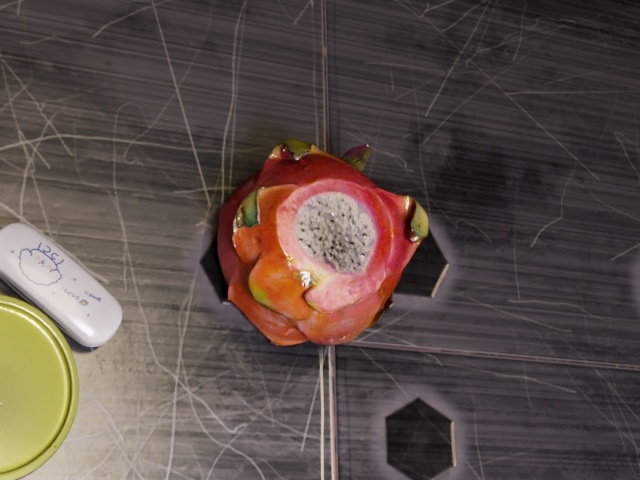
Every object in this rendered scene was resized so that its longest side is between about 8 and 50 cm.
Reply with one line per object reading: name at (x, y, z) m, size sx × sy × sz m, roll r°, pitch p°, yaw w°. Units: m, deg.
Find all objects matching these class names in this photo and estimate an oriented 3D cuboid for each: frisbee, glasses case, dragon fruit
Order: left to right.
frisbee at (-0.407, 0.181, 1.470) m, size 0.236 × 0.017 × 0.236 m, roll 10°, pitch 72°, yaw -33°
glasses case at (-0.341, 0.057, 1.544) m, size 0.197 × 0.049 × 0.076 m, roll 43°, pitch 61°, yaw -8°
dragon fruit at (0.000, 0.000, 1.651) m, size 0.290 × 0.189 × 0.291 m, roll 9°, pitch 69°, yaw -24°
